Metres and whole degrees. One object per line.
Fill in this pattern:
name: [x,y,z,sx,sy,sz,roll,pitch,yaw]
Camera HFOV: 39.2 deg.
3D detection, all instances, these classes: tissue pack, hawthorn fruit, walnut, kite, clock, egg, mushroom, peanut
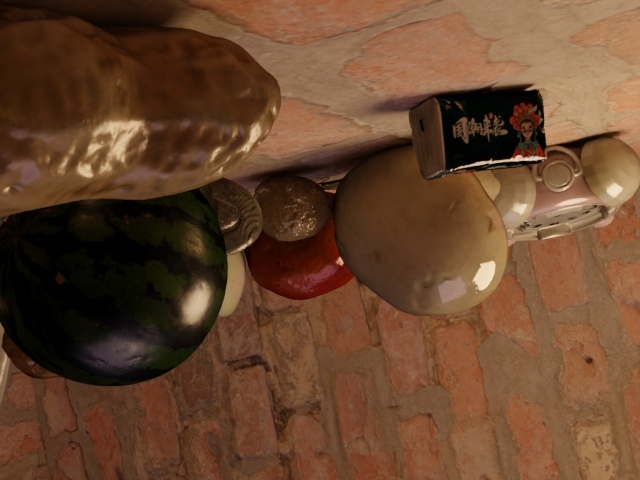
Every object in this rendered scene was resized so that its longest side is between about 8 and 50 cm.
tissue pack: [0.211,-0.142,1.197,0.170,0.103,0.090,-9,-179,-23]
hawthorn fruit: [0.000,0.000,1.728,0.299,0.211,0.211,-17,173,33]
walnut: [-0.485,0.178,1.656,0.184,0.155,0.155,-8,176,8]
kite: [0.055,-0.117,1.664,0.198,0.006,0.244,-10,175,-18]
clock: [0.500,-0.104,1.937,0.342,0.184,0.326,-18,170,7]
egg: [-0.050,-0.056,1.488,0.140,0.116,0.118,-1,133,-25]
egg: [-0.239,0.034,1.733,0.206,0.162,0.271,20,-175,-33]
mushroom: [0.196,-0.047,1.528,0.314,0.314,0.336,-17,-159,47]
peanut: [-0.167,-0.094,0.637,0.325,0.140,0.153,-10,159,-37]

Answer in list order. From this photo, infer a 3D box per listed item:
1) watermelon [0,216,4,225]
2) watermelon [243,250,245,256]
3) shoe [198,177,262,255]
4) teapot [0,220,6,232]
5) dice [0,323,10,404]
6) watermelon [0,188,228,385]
watermelon: [-0.369,-0.038,0.789,0.139,0.193,0.256,20,176,-5]
watermelon: [-0.333,0.090,2.133,0.321,0.175,0.188,-9,174,-21]
shoe: [-0.265,-0.022,1.345,0.342,0.132,0.210,-6,178,-15]
teapot: [-0.616,0.082,1.344,0.315,0.233,0.312,-48,162,31]
dice: [-0.824,0.253,1.904,0.304,0.277,0.304,12,170,-20]
watermelon: [-0.251,0.034,1.086,0.285,0.285,0.285,-12,175,-1]
